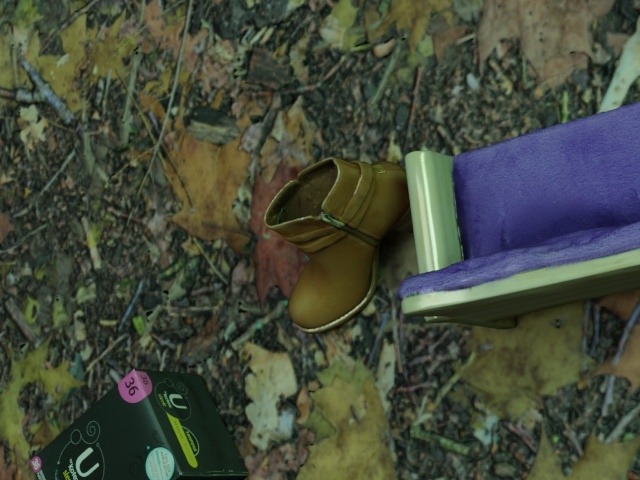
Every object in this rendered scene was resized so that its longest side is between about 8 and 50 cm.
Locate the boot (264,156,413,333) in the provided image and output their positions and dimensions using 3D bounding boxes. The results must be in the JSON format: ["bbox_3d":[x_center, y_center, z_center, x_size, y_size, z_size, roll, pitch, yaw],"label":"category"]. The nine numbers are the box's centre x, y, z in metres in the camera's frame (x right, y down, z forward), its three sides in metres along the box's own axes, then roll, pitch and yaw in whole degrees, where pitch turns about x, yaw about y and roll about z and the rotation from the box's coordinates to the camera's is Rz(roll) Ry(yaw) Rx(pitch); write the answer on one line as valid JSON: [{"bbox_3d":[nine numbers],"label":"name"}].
[{"bbox_3d":[0.000,0.000,1.615,0.197,0.152,0.073,-51,57,20],"label":"boot"}]

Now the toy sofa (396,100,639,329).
[{"bbox_3d":[0.232,-0.037,1.428,0.363,0.177,0.150,-15,75,36],"label":"toy sofa"}]

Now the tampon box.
[{"bbox_3d":[-0.175,0.218,1.750,0.161,0.101,0.120,-42,61,25],"label":"tampon box"}]
